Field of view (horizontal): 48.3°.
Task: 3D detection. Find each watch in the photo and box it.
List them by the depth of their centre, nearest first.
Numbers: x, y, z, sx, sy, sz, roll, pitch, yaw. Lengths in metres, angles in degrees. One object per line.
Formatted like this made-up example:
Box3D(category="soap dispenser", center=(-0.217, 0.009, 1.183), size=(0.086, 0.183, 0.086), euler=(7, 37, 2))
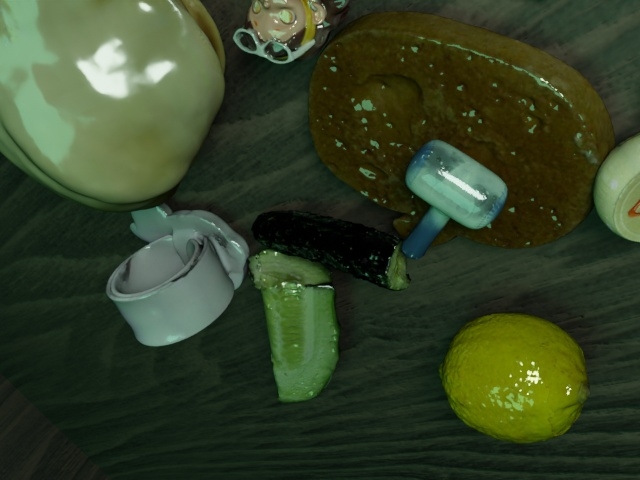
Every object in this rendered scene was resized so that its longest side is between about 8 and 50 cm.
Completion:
Box3D(category="watch", center=(-0.262, 0.055, 1.194), size=(0.248, 0.217, 0.211), euler=(-1, 126, 36))

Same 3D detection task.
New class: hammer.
Box3D(category="hammer", center=(0.138, -0.032, 0.855), size=(0.116, 0.069, 0.194), euler=(33, 147, 5))

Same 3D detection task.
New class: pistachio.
Box3D(category="pistachio", center=(-0.304, -0.220, 0.925), size=(0.365, 0.281, 0.445), euler=(-10, 133, 10))

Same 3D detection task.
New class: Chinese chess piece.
Box3D(category="Chinese chess piece", center=(0.345, -0.055, 0.736), size=(0.122, 0.051, 0.122), euler=(-6, 129, -7))

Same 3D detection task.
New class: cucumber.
Box3D(category="cucumber", center=(0.000, 0.000, 1.040), size=(0.303, 0.072, 0.081), euler=(17, 136, 40))
Box3D(category="cucumber", center=(-0.037, 0.150, 1.213), size=(0.145, 0.105, 0.325), euler=(0, 132, 2))

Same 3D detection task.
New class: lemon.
Box3D(category="lemon", center=(0.262, 0.186, 0.969), size=(0.193, 0.180, 0.180), euler=(-27, 110, 24))

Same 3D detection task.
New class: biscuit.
Box3D(category="biscuit", center=(0.153, -0.113, 0.858), size=(0.367, 0.063, 0.314), euler=(23, 141, 19))

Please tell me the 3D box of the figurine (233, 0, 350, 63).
Box3D(category="figurine", center=(-0.028, -0.310, 0.765), size=(0.175, 0.116, 0.240), euler=(23, 131, 18))
